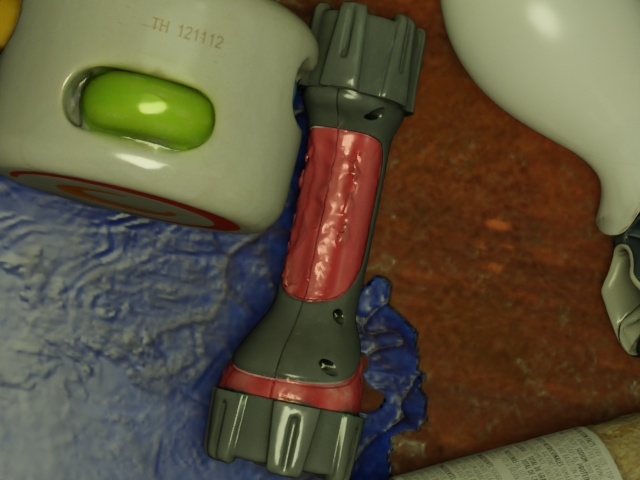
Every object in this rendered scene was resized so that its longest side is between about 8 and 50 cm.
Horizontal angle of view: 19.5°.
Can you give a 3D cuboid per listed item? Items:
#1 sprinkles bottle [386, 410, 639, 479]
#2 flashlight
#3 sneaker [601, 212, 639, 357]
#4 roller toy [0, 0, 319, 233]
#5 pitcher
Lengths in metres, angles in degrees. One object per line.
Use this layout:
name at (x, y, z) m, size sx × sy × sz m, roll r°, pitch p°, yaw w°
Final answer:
sprinkles bottle at (0.142, 0.188, 1.219) m, size 0.355 × 0.121 × 0.121 m, roll -13°, pitch 90°, yaw -15°
flashlight at (0.000, 0.000, 1.200) m, size 0.103 × 0.103 × 0.304 m, roll 13°, pitch 86°, yaw -33°
sneaker at (0.297, 0.054, 1.278) m, size 0.226 × 0.086 × 0.163 m, roll 47°, pitch 66°, yaw 2°
roller toy at (-0.104, -0.094, 1.139) m, size 0.191 × 0.209 × 0.146 m, roll 20°, pitch 80°, yaw -48°
pitcher at (0.195, -0.134, 1.240) m, size 0.178 × 0.125 × 0.207 m, roll -37°, pitch 101°, yaw 15°
